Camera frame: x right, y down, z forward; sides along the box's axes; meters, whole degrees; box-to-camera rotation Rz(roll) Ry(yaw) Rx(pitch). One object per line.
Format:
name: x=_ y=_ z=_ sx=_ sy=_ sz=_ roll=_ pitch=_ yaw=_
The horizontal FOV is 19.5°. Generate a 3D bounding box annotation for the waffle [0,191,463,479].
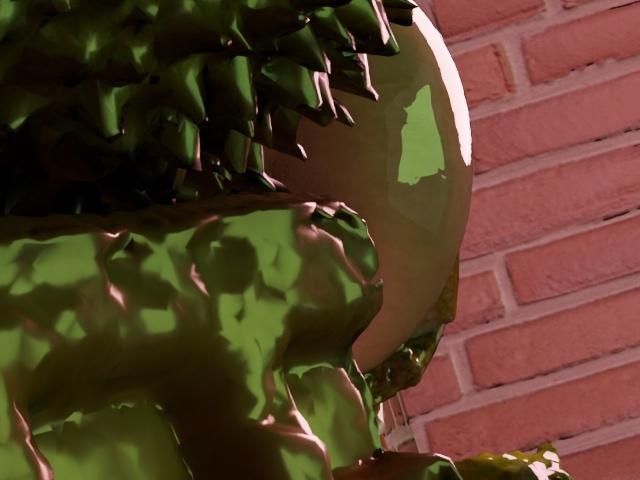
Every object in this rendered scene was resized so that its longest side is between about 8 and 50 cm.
waffle: x=-0.041 y=0.156 z=0.396 sx=0.304 sy=0.077 sz=0.348 roll=-6 pitch=77 yaw=-55

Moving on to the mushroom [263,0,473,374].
mushroom: x=-0.042 y=-0.035 z=0.966 sx=0.202 sy=0.246 sz=0.246 roll=-5 pitch=73 yaw=-40

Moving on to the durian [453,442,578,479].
durian: x=0.077 y=0.310 z=1.098 sx=0.255 sy=0.204 sz=0.340 roll=-12 pitch=84 yaw=-46

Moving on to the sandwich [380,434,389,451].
sandwich: x=0.006 y=0.170 z=1.329 sx=0.244 sy=0.090 sz=0.088 roll=-103 pitch=169 yaw=-61

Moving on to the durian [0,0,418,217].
durian: x=-0.084 y=-0.101 z=0.508 sx=0.293 sy=0.258 sz=0.258 roll=22 pitch=51 yaw=-76

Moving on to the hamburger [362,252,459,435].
hamburger: x=0.000 y=0.000 z=1.232 sx=0.167 sy=0.192 sz=0.288 roll=13 pitch=-58 yaw=69
